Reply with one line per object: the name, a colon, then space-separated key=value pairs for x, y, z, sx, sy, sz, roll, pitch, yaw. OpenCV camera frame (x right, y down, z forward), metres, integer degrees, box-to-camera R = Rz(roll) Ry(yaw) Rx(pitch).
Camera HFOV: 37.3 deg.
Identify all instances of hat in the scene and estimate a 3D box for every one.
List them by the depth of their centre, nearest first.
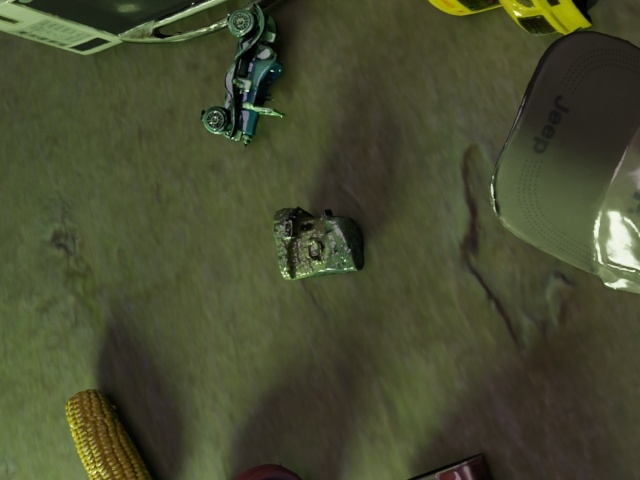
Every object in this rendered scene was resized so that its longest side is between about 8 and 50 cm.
hat: x=0.280 y=-0.054 z=0.808 sx=0.149 sy=0.245 sz=0.214 roll=28 pitch=102 yaw=48

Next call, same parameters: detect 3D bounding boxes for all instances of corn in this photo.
corn: x=-0.245 y=0.270 z=1.133 sx=0.067 sy=0.067 sz=0.206 roll=-40 pitch=67 yaw=20

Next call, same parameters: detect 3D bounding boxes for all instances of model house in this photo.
model house: x=0.000 y=0.000 z=1.022 sx=0.083 sy=0.066 sz=0.078 roll=-9 pitch=84 yaw=26

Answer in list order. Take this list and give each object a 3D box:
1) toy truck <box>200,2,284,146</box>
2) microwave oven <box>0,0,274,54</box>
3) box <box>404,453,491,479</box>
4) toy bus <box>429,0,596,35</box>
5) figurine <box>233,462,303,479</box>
toy truck: x=-0.074 y=-0.183 z=1.073 sx=0.078 sy=0.080 sz=0.154 roll=16 pitch=94 yaw=12
microwave oven: x=-0.208 y=-0.417 z=1.054 sx=0.394 sy=0.247 sz=0.333 roll=-15 pitch=76 yaw=26
box: x=0.141 y=0.333 z=0.919 sx=0.120 sy=0.069 sz=0.224 roll=-28 pitch=74 yaw=23
toy bus: x=0.147 y=-0.338 z=0.927 sx=0.152 sy=0.144 sz=0.330 roll=-26 pitch=73 yaw=24
figurine: x=-0.090 y=0.305 z=1.021 sx=0.157 sy=0.126 sz=0.114 roll=-13 pitch=37 yaw=25
